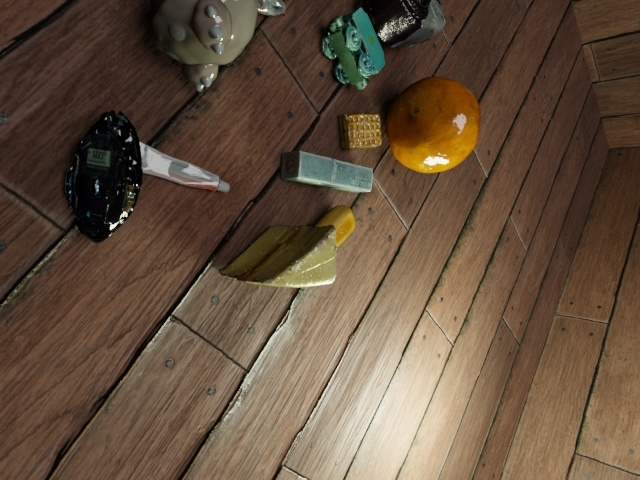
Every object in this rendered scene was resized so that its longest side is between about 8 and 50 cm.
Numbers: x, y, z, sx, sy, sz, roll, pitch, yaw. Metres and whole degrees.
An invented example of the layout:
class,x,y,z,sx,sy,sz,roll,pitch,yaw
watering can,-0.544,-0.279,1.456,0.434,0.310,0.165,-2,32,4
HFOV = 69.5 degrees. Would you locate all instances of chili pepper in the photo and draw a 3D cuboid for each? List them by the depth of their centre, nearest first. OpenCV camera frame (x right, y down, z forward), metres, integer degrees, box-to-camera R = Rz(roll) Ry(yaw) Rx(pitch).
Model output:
class,x,y,z,sx,sy,sz,roll,pitch,yaw
chili pepper,-0.131,-0.563,1.090,0.153,0.041,0.050,-1,136,-44

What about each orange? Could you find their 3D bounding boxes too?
class,x,y,z,sx,sy,sz,roll,pitch,yaw
orange,0.332,-0.343,1.375,0.226,0.284,0.283,11,85,-50

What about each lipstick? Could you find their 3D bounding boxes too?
class,x,y,z,sx,sy,sz,roll,pitch,yaw
lipstick,0.028,-0.179,1.240,0.290,0.076,0.077,4,89,-43

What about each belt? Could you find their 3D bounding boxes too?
class,x,y,z,sx,sy,sz,roll,pitch,yaw
belt,0.261,-0.674,1.342,0.289,0.164,0.184,-26,93,-49

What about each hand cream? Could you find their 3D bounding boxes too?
class,x,y,z,sx,sy,sz,roll,pitch,yaw
hand cream,-0.290,-0.141,0.976,0.216,0.038,0.052,18,56,-37

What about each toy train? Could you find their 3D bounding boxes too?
class,x,y,z,sx,sy,sz,roll,pitch,yaw
toy train,0.093,-0.524,1.264,0.154,0.107,0.198,-55,126,-35

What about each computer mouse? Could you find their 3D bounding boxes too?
class,x,y,z,sx,sy,sz,roll,pitch,yaw
computer mouse,-0.380,-0.112,0.831,0.077,0.147,0.241,-4,106,-71

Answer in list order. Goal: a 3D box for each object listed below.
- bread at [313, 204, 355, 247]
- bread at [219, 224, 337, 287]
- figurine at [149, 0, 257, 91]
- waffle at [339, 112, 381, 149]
class,x,y,z,sx,sy,sz,roll,pitch,yaw
bread,0.000,0.000,1.229,0.239,0.074,0.092,-46,138,-30
bread,-0.105,0.030,1.016,0.178,0.240,0.135,-1,93,-44
figurine,-0.236,-0.505,0.893,0.203,0.248,0.380,-7,84,-28
waffle,0.117,-0.317,1.339,0.148,0.042,0.102,-15,105,-42
